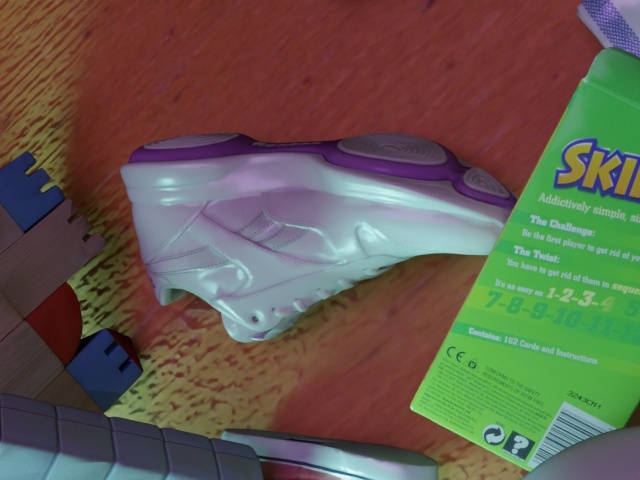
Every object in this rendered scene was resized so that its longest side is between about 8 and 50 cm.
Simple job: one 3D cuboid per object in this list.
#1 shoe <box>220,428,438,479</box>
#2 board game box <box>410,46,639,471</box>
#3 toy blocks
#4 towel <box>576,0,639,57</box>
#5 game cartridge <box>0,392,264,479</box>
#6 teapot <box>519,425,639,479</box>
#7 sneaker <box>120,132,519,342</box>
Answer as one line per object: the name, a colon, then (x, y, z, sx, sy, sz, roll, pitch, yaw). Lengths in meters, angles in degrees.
shoe: (0.001, 0.182, 0.801, 0.178, 0.063, 0.081, 1, 85, 34)
board game box: (0.166, 0.022, 0.697, 0.124, 0.039, 0.259, 27, 111, 6)
toy blocks: (-0.284, 0.041, 0.865, 0.190, 0.261, 0.381, -22, 109, 50)
towel: (0.319, -0.153, 0.681, 0.285, 0.034, 0.209, -40, 70, 18)
game cartridge: (-0.210, 0.263, 0.790, 0.355, 0.230, 0.068, -59, 35, 22)
teapot: (0.179, 0.209, 0.634, 0.256, 0.187, 0.252, -31, 103, 2)
sneaker: (0.000, 0.000, 0.816, 0.305, 0.114, 0.152, 4, 105, 28)
